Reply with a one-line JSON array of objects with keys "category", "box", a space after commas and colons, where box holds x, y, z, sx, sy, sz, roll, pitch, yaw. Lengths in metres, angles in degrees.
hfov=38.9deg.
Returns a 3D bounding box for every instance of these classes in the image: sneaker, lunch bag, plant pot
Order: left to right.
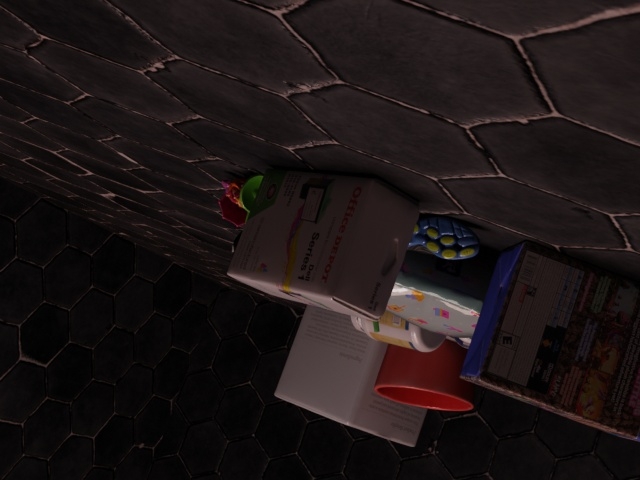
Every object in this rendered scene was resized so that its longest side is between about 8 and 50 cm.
[{"category": "plant pot", "box": [0.297, 0.313, 2.451, 0.274, 0.243, 0.275, 10, 161, 3]}, {"category": "sneaker", "box": [0.191, -0.008, 1.501, 0.078, 0.067, 0.188, 0, -175, -41]}, {"category": "lunch bag", "box": [0.218, 0.087, 1.669, 0.223, 0.160, 0.262, 20, 177, 5]}]

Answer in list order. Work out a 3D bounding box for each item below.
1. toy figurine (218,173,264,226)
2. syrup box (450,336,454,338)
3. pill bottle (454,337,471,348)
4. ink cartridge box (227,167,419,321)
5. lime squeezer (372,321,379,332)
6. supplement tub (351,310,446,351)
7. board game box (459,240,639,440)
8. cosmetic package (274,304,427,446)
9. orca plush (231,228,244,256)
[{"category": "toy figurine", "box": [-0.142, -0.071, 1.725, 0.159, 0.130, 0.173, 24, 155, 47]}, {"category": "syrup box", "box": [0.291, 0.177, 2.237, 0.093, 0.096, 0.237, 13, 169, 42]}, {"category": "pill bottle", "box": [0.340, 0.187, 2.015, 0.094, 0.094, 0.169, 19, 170, 10]}, {"category": "ink cartridge box", "box": [0.000, 0.000, 1.471, 0.117, 0.201, 0.278, 27, 168, -40]}, {"category": "lime squeezer", "box": [0.038, 0.038, 1.779, 0.310, 0.110, 0.059, 44, 164, -2]}, {"category": "supplement tub", "box": [0.183, 0.168, 2.072, 0.199, 0.144, 0.144, 10, 167, 41]}, {"category": "board game box", "box": [0.408, 0.164, 1.461, 0.291, 0.232, 0.141, 21, 172, -1]}, {"category": "cosmetic package", "box": [0.135, 0.357, 2.700, 0.327, 0.394, 0.329, 11, 167, 45]}, {"category": "orca plush", "box": [-0.135, -0.032, 1.921, 0.102, 0.151, 0.287, 57, 162, 3]}]
